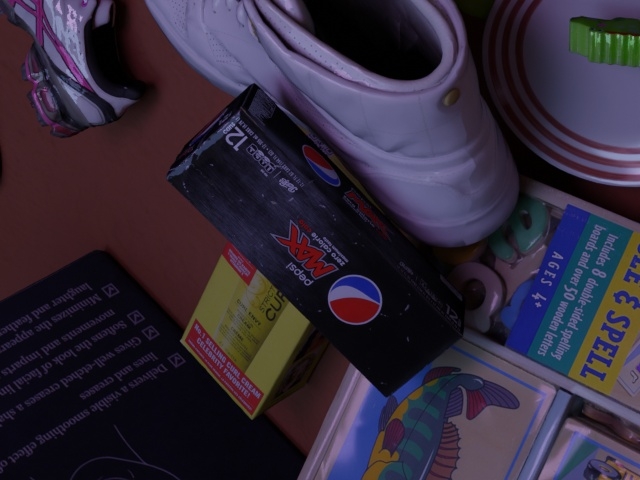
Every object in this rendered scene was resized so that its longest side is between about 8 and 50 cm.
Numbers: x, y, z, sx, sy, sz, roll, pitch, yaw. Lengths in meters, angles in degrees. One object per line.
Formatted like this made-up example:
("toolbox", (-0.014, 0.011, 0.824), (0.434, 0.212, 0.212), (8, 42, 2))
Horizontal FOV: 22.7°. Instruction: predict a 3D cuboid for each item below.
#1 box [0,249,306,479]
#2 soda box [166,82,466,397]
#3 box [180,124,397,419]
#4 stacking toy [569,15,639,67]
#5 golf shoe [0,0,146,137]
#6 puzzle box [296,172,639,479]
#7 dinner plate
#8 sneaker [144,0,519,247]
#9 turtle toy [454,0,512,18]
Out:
("box", (-0.168, 0.253, 1.193), (0.395, 0.293, 0.212), (44, 140, 20))
("soda box", (0.000, 0.000, 0.840), (0.060, 0.053, 0.169), (-41, 101, 19))
("box", (-0.020, 0.020, 1.066), (0.087, 0.058, 0.232), (47, 141, 15))
("stacking toy", (0.205, -0.139, 0.687), (0.221, 0.052, 0.167), (13, 123, 30))
("golf shoe", (-0.183, -0.171, 1.130), (0.086, 0.067, 0.186), (-18, 101, 25))
("puzzle box", (0.101, 0.181, 0.852), (0.272, 0.052, 0.409), (26, 93, 35))
("dinner plate", (0.152, -0.090, 0.809), (0.141, 0.017, 0.141), (14, 129, 17))
("sneaker", (-0.013, -0.134, 0.859), (0.292, 0.108, 0.169), (40, 167, 30))
("turtle toy", (0.089, -0.171, 0.805), (0.066, 0.095, 0.130), (24, 135, 6))
